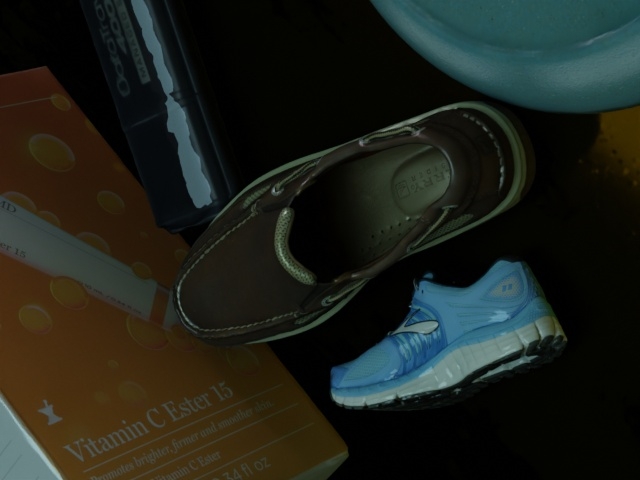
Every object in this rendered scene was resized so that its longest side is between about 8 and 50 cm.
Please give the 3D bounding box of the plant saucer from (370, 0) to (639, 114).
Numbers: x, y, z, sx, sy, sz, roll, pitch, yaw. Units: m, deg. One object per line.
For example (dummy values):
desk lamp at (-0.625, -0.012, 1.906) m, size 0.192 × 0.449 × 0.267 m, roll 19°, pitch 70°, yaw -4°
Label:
plant saucer at (0.114, -0.219, 0.900) m, size 0.318 × 0.044 × 0.317 m, roll 12°, pitch 111°, yaw 35°

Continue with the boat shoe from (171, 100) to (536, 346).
boat shoe at (-0.004, -0.007, 0.999) m, size 0.257 × 0.095 × 0.095 m, roll -32°, pitch 84°, yaw 32°

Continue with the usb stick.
usb stick at (-0.116, -0.138, 1.102) m, size 0.077 × 0.045 × 0.278 m, roll -18°, pitch 91°, yaw 47°

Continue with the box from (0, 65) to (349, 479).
box at (-0.187, 0.079, 1.110) m, size 0.345 × 0.215 × 0.168 m, roll 50°, pitch 127°, yaw 15°

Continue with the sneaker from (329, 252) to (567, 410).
sneaker at (0.070, 0.055, 1.012) m, size 0.162 × 0.063 × 0.073 m, roll -26°, pitch 69°, yaw 36°
